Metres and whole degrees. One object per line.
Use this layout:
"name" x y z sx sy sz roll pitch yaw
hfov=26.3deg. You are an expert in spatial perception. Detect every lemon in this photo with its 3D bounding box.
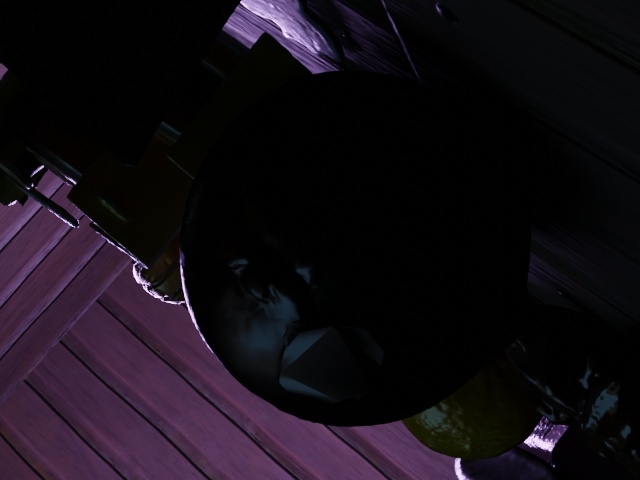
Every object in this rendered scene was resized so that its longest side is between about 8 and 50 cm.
"lemon" 0.173 0.156 1.575 0.192 0.192 0.231 39 169 16

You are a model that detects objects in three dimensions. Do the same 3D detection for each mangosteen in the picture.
"mangosteen" 0.038 0.009 1.110 0.311 0.311 0.311 40 172 6

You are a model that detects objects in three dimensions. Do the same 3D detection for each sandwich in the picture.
"sandwich" -0.240 -0.026 2.401 0.099 0.254 0.288 39 177 -25

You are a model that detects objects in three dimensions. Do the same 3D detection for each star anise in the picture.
"star anise" 0.295 0.164 1.331 0.315 0.108 0.315 38 180 0

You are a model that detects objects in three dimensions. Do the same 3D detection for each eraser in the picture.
"eraser" 0.363 0.303 1.763 0.272 0.122 0.359 40 174 -5

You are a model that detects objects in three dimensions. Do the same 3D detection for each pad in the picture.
"pad" -0.206 -0.232 1.174 0.330 0.220 0.004 39 -171 30

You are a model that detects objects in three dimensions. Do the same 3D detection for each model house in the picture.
"model house" -0.125 -0.107 1.249 0.323 0.300 0.340 35 171 9

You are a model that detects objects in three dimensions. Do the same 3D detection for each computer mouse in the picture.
"computer mouse" 0.247 0.332 1.604 0.203 0.114 0.374 44 173 -5
